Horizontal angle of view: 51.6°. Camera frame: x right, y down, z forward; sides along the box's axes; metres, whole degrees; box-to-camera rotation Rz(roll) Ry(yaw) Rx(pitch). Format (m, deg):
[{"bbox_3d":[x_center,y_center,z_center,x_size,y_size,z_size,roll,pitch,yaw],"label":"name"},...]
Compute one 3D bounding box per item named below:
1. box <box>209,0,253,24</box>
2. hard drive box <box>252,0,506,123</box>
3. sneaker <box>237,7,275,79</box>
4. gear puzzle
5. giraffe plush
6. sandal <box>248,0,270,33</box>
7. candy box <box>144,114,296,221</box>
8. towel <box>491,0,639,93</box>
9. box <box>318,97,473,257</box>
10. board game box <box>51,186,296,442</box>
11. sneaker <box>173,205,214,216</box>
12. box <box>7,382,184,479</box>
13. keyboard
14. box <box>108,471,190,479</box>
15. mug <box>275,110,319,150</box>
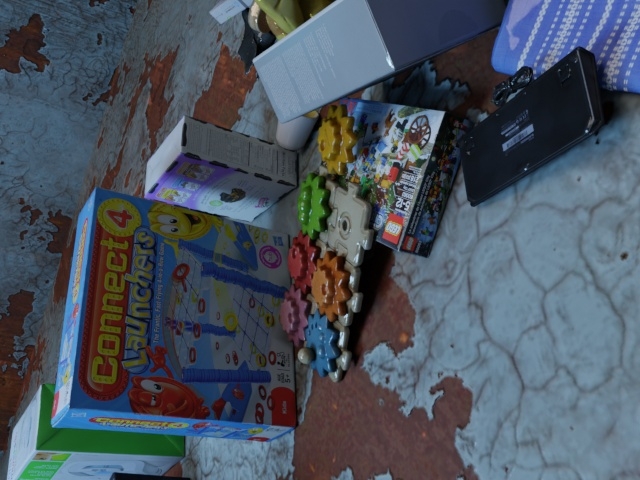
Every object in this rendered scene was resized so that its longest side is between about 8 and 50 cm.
[{"bbox_3d":[-0.130,-0.503,1.287,0.145,0.038,0.186,-55,27,-17],"label":"box"},{"bbox_3d":[0.060,-0.225,0.750,0.232,0.181,0.089,-8,109,58],"label":"hard drive box"},{"bbox_3d":[-0.134,-0.386,1.287,0.089,0.051,0.170,-56,38,23],"label":"sneaker"},{"bbox_3d":[0.000,0.000,0.827,0.175,0.044,0.338,39,125,56],"label":"gear puzzle"},{"bbox_3d":[-0.017,-0.330,0.994,0.170,0.182,0.210,-149,41,-69],"label":"giraffe plush"},{"bbox_3d":[-0.046,-0.477,1.175,0.079,0.088,0.240,29,103,26],"label":"sandal"},{"bbox_3d":[-0.161,-0.107,1.068,0.165,0.196,0.070,-32,52,50],"label":"candy box"},{"bbox_3d":[0.284,-0.238,0.531,0.336,0.040,0.243,35,109,58],"label":"towel"},{"bbox_3d":[0.074,-0.087,0.815,0.233,0.044,0.159,29,103,59],"label":"box"},{"bbox_3d":[-0.189,0.107,0.919,0.086,0.302,0.308,-39,47,46],"label":"board game box"},{"bbox_3d":[-0.249,-0.017,1.279,0.286,0.109,0.130,36,103,56],"label":"sneaker"},{"bbox_3d":[-0.420,0.375,1.239,0.231,0.262,0.126,-46,42,40],"label":"box"},{"bbox_3d":[0.191,-0.111,0.626,0.180,0.023,0.108,142,127,-59],"label":"keyboard"},{"bbox_3d":[-0.283,0.534,1.055,0.165,0.143,0.270,-58,34,25],"label":"box"},{"bbox_3d":[-0.037,-0.178,1.044,0.062,0.078,0.064,33,120,25],"label":"mug"}]
